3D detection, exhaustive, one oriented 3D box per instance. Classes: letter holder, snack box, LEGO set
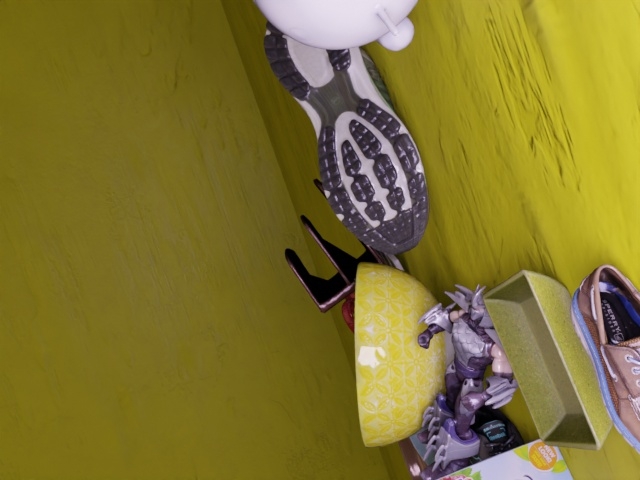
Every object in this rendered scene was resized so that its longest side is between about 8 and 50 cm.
[{"bbox_3d":[0.000,0.000,1.749,0.214,0.152,0.302,54,-179,-3],"label":"letter holder"},{"bbox_3d":[0.251,0.373,1.084,0.070,0.175,0.207,96,155,-68],"label":"snack box"},{"bbox_3d":[0.112,-0.034,1.665,0.244,0.060,0.182,60,177,-21],"label":"LEGO set"}]

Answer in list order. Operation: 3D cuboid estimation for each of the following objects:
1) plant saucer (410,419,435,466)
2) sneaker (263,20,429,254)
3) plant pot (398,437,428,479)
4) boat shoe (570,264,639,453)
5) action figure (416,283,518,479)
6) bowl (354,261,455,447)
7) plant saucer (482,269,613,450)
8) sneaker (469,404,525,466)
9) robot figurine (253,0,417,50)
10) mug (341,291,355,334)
[{"bbox_3d":[0.223,0.339,1.419,0.195,0.037,0.195,36,-161,-15],"label":"plant saucer"},{"bbox_3d":[0.071,-0.178,1.324,0.182,0.158,0.410,-11,-102,-65],"label":"sneaker"},{"bbox_3d":[0.222,0.399,1.571,0.237,0.110,0.237,160,90,-82],"label":"plant pot"},{"bbox_3d":[0.257,0.100,0.702,0.066,0.066,0.183,82,167,-54],"label":"boat shoe"},{"bbox_3d":[0.191,0.182,1.151,0.185,0.099,0.284,-114,27,-57],"label":"action figure"},{"bbox_3d":[0.142,0.173,1.344,0.289,0.156,0.289,-3,-90,-83],"label":"bowl"},{"bbox_3d":[0.249,0.125,0.932,0.188,0.045,0.188,101,149,-78],"label":"plant saucer"},{"bbox_3d":[0.256,0.327,1.239,0.267,0.101,0.106,-120,14,-55],"label":"sneaker"},{"bbox_3d":[-0.002,-0.334,0.952,0.300,0.200,0.353,42,-169,-35],"label":"robot figurine"},{"bbox_3d":[0.110,0.164,1.779,0.169,0.150,0.113,66,157,1],"label":"mug"}]
